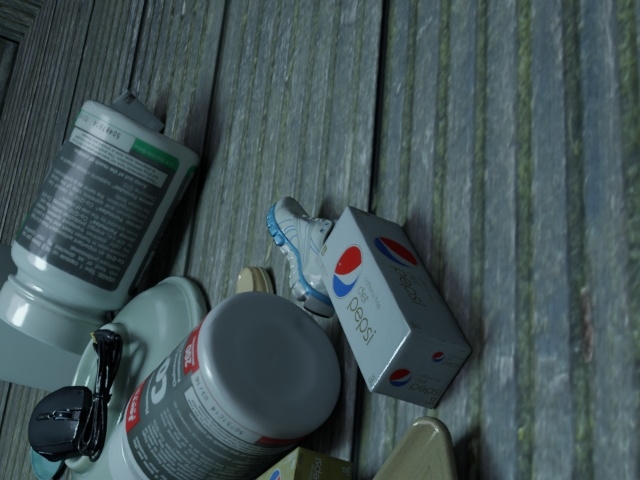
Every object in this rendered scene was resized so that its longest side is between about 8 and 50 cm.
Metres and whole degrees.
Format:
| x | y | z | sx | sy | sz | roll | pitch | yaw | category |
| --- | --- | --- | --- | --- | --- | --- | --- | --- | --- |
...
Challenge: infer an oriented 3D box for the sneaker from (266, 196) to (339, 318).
| x | y | z | sx | sy | sz | roll | pitch | yaw | category |
| --- | --- | --- | --- | --- | --- | --- | --- | --- | --- |
| 0.000 | 0.000 | 1.222 | 0.083 | 0.071 | 0.191 | -50 | 37 | 19 | sneaker |

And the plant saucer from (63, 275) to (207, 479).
| x | y | z | sx | sy | sz | roll | pitch | yaw | category |
| --- | --- | --- | --- | --- | --- | --- | --- | --- | --- |
| -0.288 | 0.232 | 1.592 | 0.400 | 0.100 | 0.401 | -44 | 35 | 44 | plant saucer |

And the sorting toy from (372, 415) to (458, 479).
| x | y | z | sx | sy | sz | roll | pitch | yaw | category |
| --- | --- | --- | --- | --- | --- | --- | --- | --- | --- |
| 0.053 | 0.326 | 0.918 | 0.229 | 0.041 | 0.307 | -99 | 30 | -49 | sorting toy |

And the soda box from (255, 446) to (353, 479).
| x | y | z | sx | sy | sz | roll | pitch | yaw | category |
| --- | --- | --- | --- | --- | --- | --- | --- | --- | --- |
| -0.032 | 0.257 | 1.067 | 0.181 | 0.058 | 0.061 | 132 | 153 | -56 | soda box |

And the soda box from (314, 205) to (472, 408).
| x | y | z | sx | sy | sz | roll | pitch | yaw | category |
| --- | --- | --- | --- | --- | --- | --- | --- | --- | --- |
| 0.062 | 0.057 | 1.038 | 0.074 | 0.069 | 0.216 | -60 | 28 | 22 | soda box |

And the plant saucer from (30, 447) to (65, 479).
| x | y | z | sx | sy | sz | roll | pitch | yaw | category |
| --- | --- | --- | --- | --- | --- | --- | --- | --- | --- |
| -0.468 | 0.360 | 1.934 | 0.119 | 0.021 | 0.119 | -19 | 64 | 45 | plant saucer |

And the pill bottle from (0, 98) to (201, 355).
| x | y | z | sx | sy | sz | roll | pitch | yaw | category |
| --- | --- | --- | --- | --- | --- | --- | --- | --- | --- |
| -0.352 | -0.018 | 1.725 | 0.361 | 0.204 | 0.204 | -63 | 25 | 0 | pill bottle |

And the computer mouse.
| x | y | z | sx | sy | sz | roll | pitch | yaw | category |
| --- | --- | --- | --- | --- | --- | --- | --- | --- | --- |
| -0.351 | 0.213 | 1.543 | 0.262 | 0.060 | 0.184 | -20 | 56 | 59 | computer mouse |

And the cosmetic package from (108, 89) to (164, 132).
| x | y | z | sx | sy | sz | roll | pitch | yaw | category |
| --- | --- | --- | --- | --- | --- | --- | --- | --- | --- |
| -0.398 | -0.161 | 2.037 | 0.238 | 0.107 | 0.127 | -30 | 18 | 53 | cosmetic package |

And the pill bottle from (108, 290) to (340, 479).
| x | y | z | sx | sy | sz | roll | pitch | yaw | category |
| --- | --- | --- | --- | --- | --- | --- | --- | --- | --- |
| -0.116 | 0.188 | 1.198 | 0.283 | 0.161 | 0.161 | -45 | 36 | 43 | pill bottle |

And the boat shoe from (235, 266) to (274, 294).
| x | y | z | sx | sy | sz | roll | pitch | yaw | category |
| --- | --- | --- | --- | --- | --- | --- | --- | --- | --- |
| -0.094 | 0.098 | 1.337 | 0.063 | 0.059 | 0.170 | -47 | 35 | 41 | boat shoe |

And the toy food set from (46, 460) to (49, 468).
| x | y | z | sx | sy | sz | roll | pitch | yaw | category |
| --- | --- | --- | --- | --- | --- | --- | --- | --- | --- |
| -0.487 | 0.361 | 2.002 | 0.078 | 0.019 | 0.122 | -9 | 73 | 63 | toy food set |

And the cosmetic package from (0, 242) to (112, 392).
| x | y | z | sx | sy | sz | roll | pitch | yaw | category |
| --- | --- | --- | --- | --- | --- | --- | --- | --- | --- |
| -0.563 | 0.115 | 1.895 | 0.156 | 0.384 | 0.217 | -62 | 28 | 21 | cosmetic package |
